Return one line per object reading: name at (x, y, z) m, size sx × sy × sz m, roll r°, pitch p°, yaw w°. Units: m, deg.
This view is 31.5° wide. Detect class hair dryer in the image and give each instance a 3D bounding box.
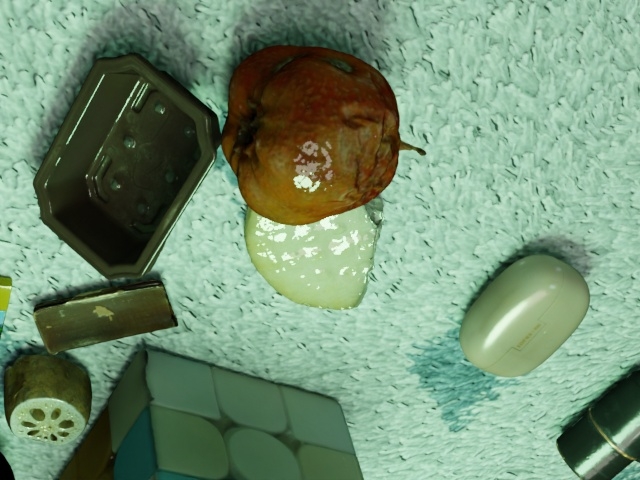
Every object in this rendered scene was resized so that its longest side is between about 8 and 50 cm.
hair dryer at (0.561, 0.335, 1.870) m, size 0.352 × 0.107 × 0.189 m, roll 25°, pitch 116°, yaw -38°

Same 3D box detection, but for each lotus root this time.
lotus root at (-0.368, 0.214, 1.532) m, size 0.122 × 0.081 × 0.112 m, roll 19°, pitch 123°, yaw -25°

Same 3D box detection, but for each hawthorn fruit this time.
hawthorn fruit at (0.019, -0.122, 1.298) m, size 0.243 × 0.207 × 0.207 m, roll 3°, pitch 127°, yaw -26°

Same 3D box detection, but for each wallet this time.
wallet at (-0.284, 0.099, 1.501) m, size 0.176 × 0.026 × 0.095 m, roll -12°, pitch 135°, yaw -2°

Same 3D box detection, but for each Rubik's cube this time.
Rubik's cube at (-0.156, 0.412, 1.575) m, size 0.346 × 0.347 × 0.344 m, roll 19°, pitch 122°, yaw -26°

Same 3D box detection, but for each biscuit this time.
biscuit at (0.000, 0.000, 1.486) m, size 0.188 × 0.040 × 0.265 m, roll -25°, pitch 129°, yaw 9°

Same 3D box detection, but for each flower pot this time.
flower pot at (-0.209, -0.089, 1.305) m, size 0.179 × 0.084 × 0.251 m, roll 40°, pitch 118°, yaw 9°

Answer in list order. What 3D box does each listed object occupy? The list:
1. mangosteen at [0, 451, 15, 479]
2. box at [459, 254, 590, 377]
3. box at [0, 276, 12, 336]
mangosteen at (-0.541, 0.351, 1.540) m, size 0.250 × 0.211 × 0.211 m, roll 11°, pitch 131°, yaw 16°
box at (0.288, 0.109, 1.612) m, size 0.146 × 0.088 × 0.200 m, roll 24°, pitch 117°, yaw -28°
box at (-0.454, 0.108, 1.467) m, size 0.087 × 0.023 × 0.155 m, roll 10°, pitch 124°, yaw -17°
